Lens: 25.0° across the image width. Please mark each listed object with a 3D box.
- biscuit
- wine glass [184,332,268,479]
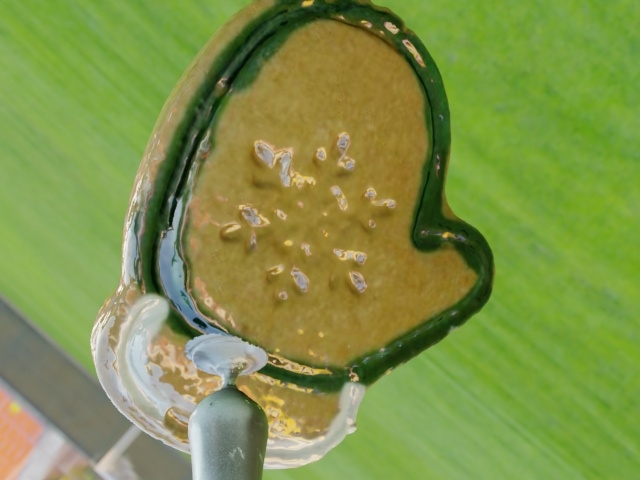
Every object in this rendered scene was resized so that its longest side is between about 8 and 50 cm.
[{"bbox_3d":[0.001,0.000,1.025,0.287,0.344,0.057,24,173,-24],"label":"biscuit"},{"bbox_3d":[-0.043,0.085,0.633,0.039,0.083,0.042,-7,148,13],"label":"wine glass"}]
